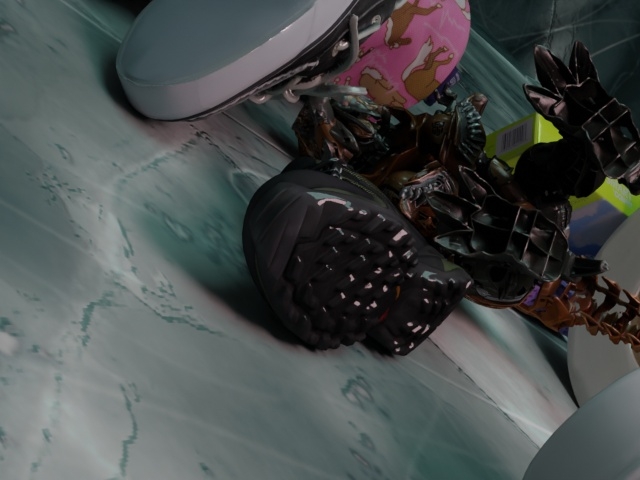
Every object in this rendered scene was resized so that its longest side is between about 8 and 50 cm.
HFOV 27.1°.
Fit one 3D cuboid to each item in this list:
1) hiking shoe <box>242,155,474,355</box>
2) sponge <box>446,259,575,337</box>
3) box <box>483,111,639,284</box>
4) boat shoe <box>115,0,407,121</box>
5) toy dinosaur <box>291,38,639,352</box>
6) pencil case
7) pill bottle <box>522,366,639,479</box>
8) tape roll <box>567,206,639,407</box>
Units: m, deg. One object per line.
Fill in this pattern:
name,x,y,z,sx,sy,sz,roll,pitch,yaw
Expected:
hiking shoe,0.000,0.000,0.740,0.114,0.086,0.227,42,4,26
sponge,0.144,0.009,1.143,0.210,0.031,0.117,28,21,-43
box,0.198,-0.031,1.116,0.178,0.109,0.042,33,51,-31
boat shoe,-0.018,-0.143,0.881,0.113,0.105,0.306,10,39,25
toy dinosaur,0.132,-0.022,0.934,0.321,0.164,0.218,16,-20,-5
pencil case,-0.039,-0.220,1.031,0.386,0.160,0.167,25,45,-49
pill bottle,0.221,0.195,0.606,0.161,0.161,0.283,25,24,-49
tape roll,0.339,0.087,1.034,0.169,0.246,0.246,33,19,-37
